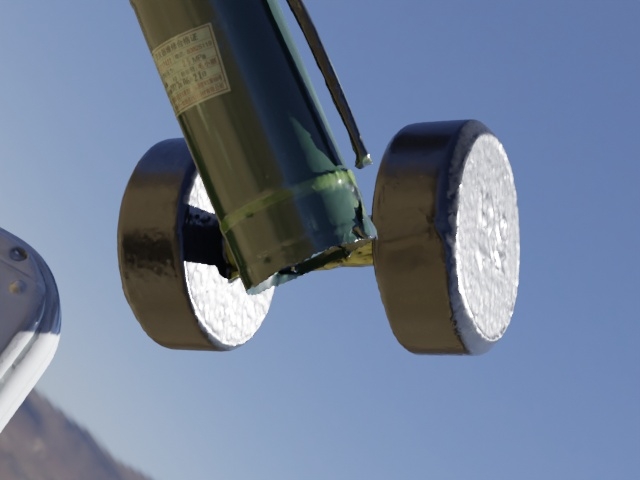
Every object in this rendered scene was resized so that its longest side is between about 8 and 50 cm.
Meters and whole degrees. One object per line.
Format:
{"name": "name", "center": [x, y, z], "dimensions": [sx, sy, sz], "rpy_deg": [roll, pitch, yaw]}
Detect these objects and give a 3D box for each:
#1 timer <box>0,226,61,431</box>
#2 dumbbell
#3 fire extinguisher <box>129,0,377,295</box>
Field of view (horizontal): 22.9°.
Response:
{"name": "timer", "center": [-0.344, 0.077, 1.223], "dimensions": [0.237, 0.262, 0.087], "rpy_deg": [28, -28, 9]}
{"name": "dumbbell", "center": [0.000, 0.000, 1.418], "dimensions": [0.322, 0.204, 0.204], "rpy_deg": [-1, -45, 24]}
{"name": "fire extinguisher", "center": [-0.058, -0.118, 0.999], "dimensions": [0.093, 0.118, 0.294], "rpy_deg": [-11, 77, -56]}
